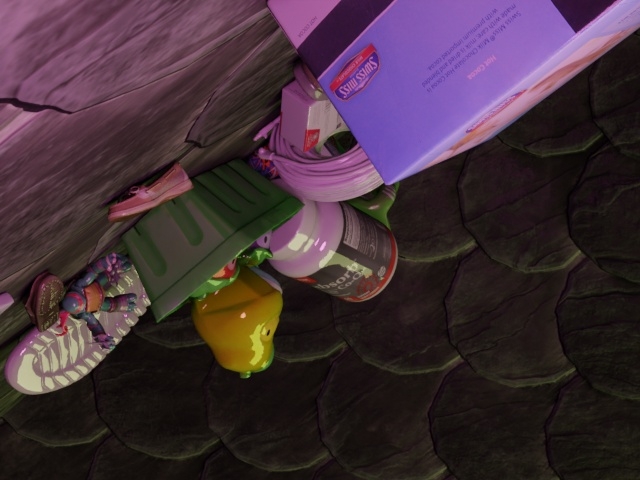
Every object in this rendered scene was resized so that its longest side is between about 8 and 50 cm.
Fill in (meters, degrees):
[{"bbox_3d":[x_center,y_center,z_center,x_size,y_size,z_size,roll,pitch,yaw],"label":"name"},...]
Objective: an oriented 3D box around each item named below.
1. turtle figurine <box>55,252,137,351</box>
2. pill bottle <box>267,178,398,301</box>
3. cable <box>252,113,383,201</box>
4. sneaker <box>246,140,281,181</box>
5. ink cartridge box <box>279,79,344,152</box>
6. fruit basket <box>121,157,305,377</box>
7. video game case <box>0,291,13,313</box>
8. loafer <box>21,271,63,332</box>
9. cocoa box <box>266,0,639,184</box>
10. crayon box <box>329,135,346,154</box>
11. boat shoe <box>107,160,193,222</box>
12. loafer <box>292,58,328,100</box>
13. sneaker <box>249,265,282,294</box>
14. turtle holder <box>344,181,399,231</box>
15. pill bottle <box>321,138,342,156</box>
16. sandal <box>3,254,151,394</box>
[{"bbox_3d":[-0.407,0.102,1.645,0.234,0.118,0.175,-53,153,-78],"label":"turtle figurine"},{"bbox_3d":[0.000,0.000,2.022,0.210,0.210,0.363,-39,144,20],"label":"pill bottle"},{"bbox_3d":[0.035,-0.182,1.652,0.257,0.257,0.089,-43,142,-13],"label":"cable"},{"bbox_3d":[-0.110,-0.166,1.925,0.087,0.083,0.221,-7,149,-34],"label":"sneaker"},{"bbox_3d":[0.005,-0.235,1.506,0.150,0.063,0.109,-40,155,-31],"label":"ink cartridge box"},{"bbox_3d":[-0.161,0.063,1.707,0.283,0.392,0.392,-39,-179,21],"label":"fruit basket"},{"bbox_3d":[-0.520,0.151,1.205,0.190,0.022,0.173,-39,-179,16],"label":"video game case"},{"bbox_3d":[-0.435,0.092,1.392,0.056,0.050,0.148,-44,169,-38],"label":"loafer"},{"bbox_3d":[0.169,-0.250,0.839,0.231,0.228,0.347,-27,171,-47],"label":"cocoa box"},{"bbox_3d":[-0.042,-0.175,2.294,0.081,0.165,0.278,-40,-179,-35],"label":"crayon box"},{"bbox_3d":[-0.244,-0.068,1.266,0.056,0.048,0.153,-20,-172,45],"label":"boat shoe"},{"bbox_3d":[0.055,-0.275,1.365,0.087,0.094,0.251,-33,-176,35],"label":"loafer"},{"bbox_3d":[-0.208,0.024,2.012,0.150,0.366,0.135,-58,144,-11],"label":"sneaker"},{"bbox_3d":[0.061,-0.033,2.331,0.227,0.243,0.320,-112,-146,-74],"label":"turtle holder"},{"bbox_3d":[-0.008,-0.188,2.103,0.108,0.180,0.108,-39,-179,1],"label":"pill bottle"},{"bbox_3d":[-0.496,0.171,1.896,0.102,0.169,0.416,16,-137,37],"label":"sandal"}]
